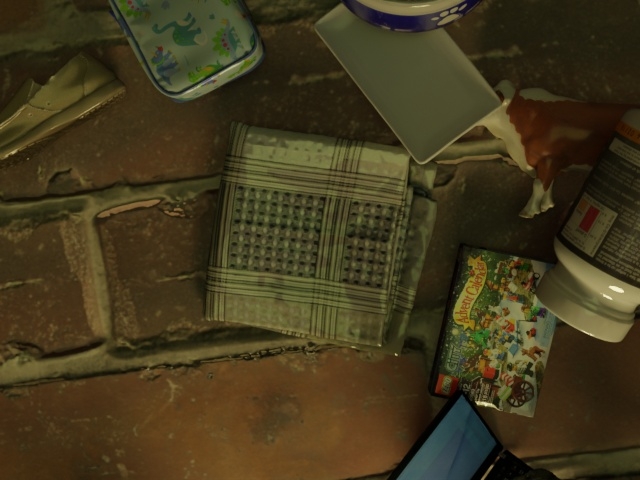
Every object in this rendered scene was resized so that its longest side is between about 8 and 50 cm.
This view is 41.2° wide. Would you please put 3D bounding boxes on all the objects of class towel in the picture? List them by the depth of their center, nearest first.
[{"bbox_3d":[0.000,0.000,1.262,0.324,0.056,0.312,10,96,0],"label":"towel"}]

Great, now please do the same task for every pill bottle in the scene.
[{"bbox_3d":[0.404,-0.018,1.107,0.162,0.162,0.278,25,109,-1],"label":"pill bottle"}]

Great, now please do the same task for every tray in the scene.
[{"bbox_3d":[0.122,-0.249,1.212,0.145,0.030,0.270,-36,76,4],"label":"tray"}]

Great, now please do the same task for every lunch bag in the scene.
[{"bbox_3d":[-0.195,-0.318,1.211,0.176,0.090,0.219,-29,89,5],"label":"lunch bag"}]

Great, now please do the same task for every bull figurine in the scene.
[{"bbox_3d":[0.365,-0.128,1.214,0.311,0.101,0.188,5,103,7],"label":"bull figurine"}]

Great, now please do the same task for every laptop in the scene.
[{"bbox_3d":[0.234,0.393,1.208,0.264,0.136,0.234,35,70,21],"label":"laptop"}]

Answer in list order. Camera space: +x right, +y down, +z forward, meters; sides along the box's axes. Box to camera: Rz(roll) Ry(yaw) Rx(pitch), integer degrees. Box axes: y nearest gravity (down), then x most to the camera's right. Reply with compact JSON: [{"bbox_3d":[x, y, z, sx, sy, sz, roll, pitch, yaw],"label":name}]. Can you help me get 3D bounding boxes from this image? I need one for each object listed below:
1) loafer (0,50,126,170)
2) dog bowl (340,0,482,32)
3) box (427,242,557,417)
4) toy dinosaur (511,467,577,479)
[{"bbox_3d":[-0.417,-0.185,1.241,0.269,0.102,0.092,-30,93,-5],"label":"loafer"},{"bbox_3d":[0.125,-0.425,1.161,0.265,0.104,0.264,-1,83,6],"label":"dog bowl"},{"bbox_3d":[0.263,0.133,1.270,0.159,0.044,0.233,11,96,1],"label":"box"},{"bbox_3d":[0.399,0.401,1.203,0.268,0.118,0.064,19,139,-13],"label":"toy dinosaur"}]
